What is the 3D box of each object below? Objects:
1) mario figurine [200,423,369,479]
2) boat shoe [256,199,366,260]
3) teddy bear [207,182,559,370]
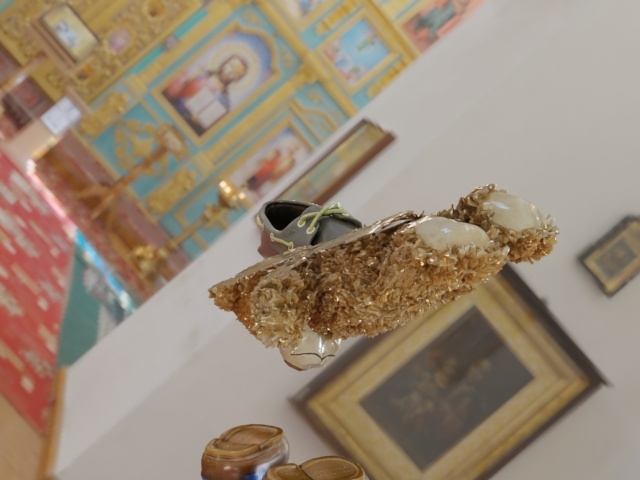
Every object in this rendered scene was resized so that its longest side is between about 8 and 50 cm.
[{"bbox_3d":[-0.027,0.304,0.855,0.170,0.320,0.198,5,11,-11],"label":"mario figurine"},{"bbox_3d":[-0.004,0.001,1.364,0.305,0.109,0.091,11,-62,67],"label":"boat shoe"},{"bbox_3d":[0.052,0.043,0.999,0.245,0.338,0.113,-28,97,-63],"label":"teddy bear"}]
